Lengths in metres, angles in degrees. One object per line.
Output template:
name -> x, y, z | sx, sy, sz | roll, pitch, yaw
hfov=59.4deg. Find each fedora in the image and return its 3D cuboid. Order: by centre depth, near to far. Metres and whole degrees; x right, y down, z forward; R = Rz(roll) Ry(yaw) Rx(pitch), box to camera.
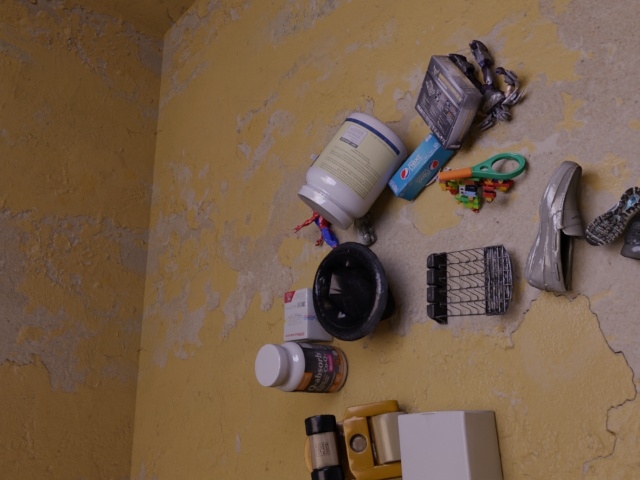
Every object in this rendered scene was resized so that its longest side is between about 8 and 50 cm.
fedora -> 0.126, 0.166, 1.778 | 0.334, 0.153, 0.334 | -18, 65, 45

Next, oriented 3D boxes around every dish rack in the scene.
dish rack -> 0.407, 0.118, 1.537 | 0.272, 0.074, 0.208 | -12, 70, 45

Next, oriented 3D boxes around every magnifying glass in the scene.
magnifying glass -> 0.439, -0.193, 1.537 | 0.231, 0.026, 0.092 | -10, 45, 16

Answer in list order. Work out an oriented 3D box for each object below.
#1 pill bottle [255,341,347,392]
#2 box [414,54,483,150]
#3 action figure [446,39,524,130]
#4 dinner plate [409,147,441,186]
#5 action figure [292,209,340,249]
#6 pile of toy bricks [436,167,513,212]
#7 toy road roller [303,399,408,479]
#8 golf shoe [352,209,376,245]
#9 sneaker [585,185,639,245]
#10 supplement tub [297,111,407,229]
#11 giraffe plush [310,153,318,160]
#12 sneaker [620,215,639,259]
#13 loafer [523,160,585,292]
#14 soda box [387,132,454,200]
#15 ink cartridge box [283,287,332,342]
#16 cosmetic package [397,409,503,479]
pill bottle -> -0.062, 0.412, 1.821 | 0.162, 0.278, 0.162 | -17, 66, 46
box -> 0.368, -0.404, 1.641 | 0.183, 0.056, 0.231 | 104, 153, -42
action figure -> 0.471, -0.444, 1.618 | 0.185, 0.099, 0.285 | -36, 56, 30
dinner plate -> 0.331, -0.236, 1.775 | 0.141, 0.017, 0.141 | -20, 63, 45
action figure -> 0.000, 0.000, 2.019 | 0.139, 0.091, 0.280 | -38, 51, 20
pile of toy bricks -> 0.426, -0.131, 1.584 | 0.212, 0.118, 0.105 | 14, 128, 40
toy road roller -> 0.114, 0.611, 1.659 | 0.330, 0.240, 0.202 | -12, 63, 6
golf shoe -> 0.131, -0.060, 1.915 | 0.086, 0.069, 0.176 | -36, 51, 45
sneaker -> 0.676, -0.047, 1.275 | 0.162, 0.073, 0.063 | -46, 64, 15
supplement tub -> 0.100, -0.220, 1.806 | 0.324, 0.235, 0.235 | -53, 41, -5
giraffe plush -> 0.027, -0.221, 2.020 | 0.181, 0.210, 0.170 | -52, 9, -19
sneaker -> 0.751, -0.008, 1.162 | 0.227, 0.087, 0.130 | 16, 97, 55
loafer -> 0.586, -0.031, 1.352 | 0.111, 0.112, 0.319 | 17, 99, 45
soda box -> 0.307, -0.224, 1.730 | 0.210, 0.071, 0.067 | -50, 46, 27
ink cartridge box -> -0.042, 0.268, 1.960 | 0.128, 0.127, 0.176 | -16, 66, 45
cosmetic package -> 0.330, 0.624, 1.400 | 0.217, 0.156, 0.384 | -19, 63, 44
